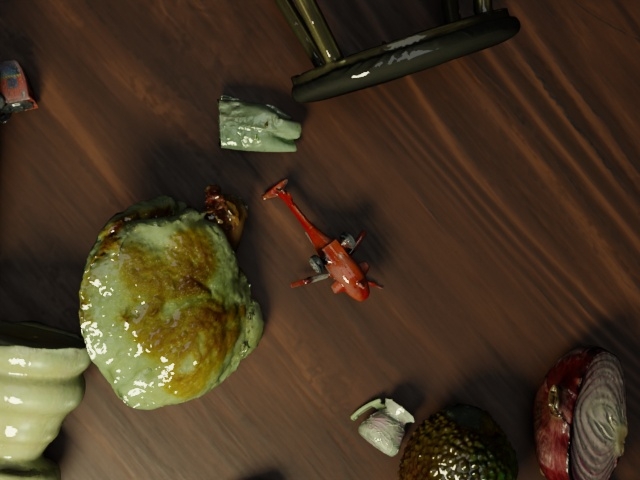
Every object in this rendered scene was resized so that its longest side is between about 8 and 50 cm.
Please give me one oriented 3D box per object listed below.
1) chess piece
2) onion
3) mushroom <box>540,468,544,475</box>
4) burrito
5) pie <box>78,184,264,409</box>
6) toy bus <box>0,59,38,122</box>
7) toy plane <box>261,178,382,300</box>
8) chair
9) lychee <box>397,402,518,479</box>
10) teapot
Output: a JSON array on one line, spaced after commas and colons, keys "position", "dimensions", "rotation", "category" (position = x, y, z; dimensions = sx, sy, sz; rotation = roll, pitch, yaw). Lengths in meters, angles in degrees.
[{"position": [-0.401, 0.277, 1.697], "dimensions": [0.182, 0.182, 0.330], "rotation": [9, 94, -4], "category": "chess piece"}, {"position": [0.332, 0.239, 1.771], "dimensions": [0.151, 0.098, 0.206], "rotation": [28, 71, -34], "category": "onion"}, {"position": [0.352, 0.329, 1.816], "dimensions": [0.101, 0.019, 0.049], "rotation": [25, 85, 1], "category": "mushroom"}, {"position": [-0.084, -0.156, 1.784], "dimensions": [0.118, 0.044, 0.074], "rotation": [6, 85, 0], "category": "burrito"}, {"position": [-0.196, 0.077, 1.712], "dimensions": [0.257, 0.105, 0.275], "rotation": [-14, 102, -34], "category": "pie"}, {"position": [-0.477, -0.190, 1.747], "dimensions": [0.192, 0.065, 0.077], "rotation": [-11, 83, -4], "category": "toy bus"}, {"position": [0.007, -0.004, 1.776], "dimensions": [0.126, 0.077, 0.194], "rotation": [-16, 81, -13], "category": "toy plane"}, {"position": [0.047, -0.403, 1.654], "dimensions": [0.361, 0.364, 0.410], "rotation": [-17, 95, -5], "category": "chair"}, {"position": [0.180, 0.308, 1.744], "dimensions": [0.171, 0.171, 0.171], "rotation": [0, 89, -4], "category": "lychee"}, {"position": [0.085, 0.246, 1.784], "dimensions": [0.083, 0.064, 0.064], "rotation": [32, 78, 28], "category": "teapot"}]
